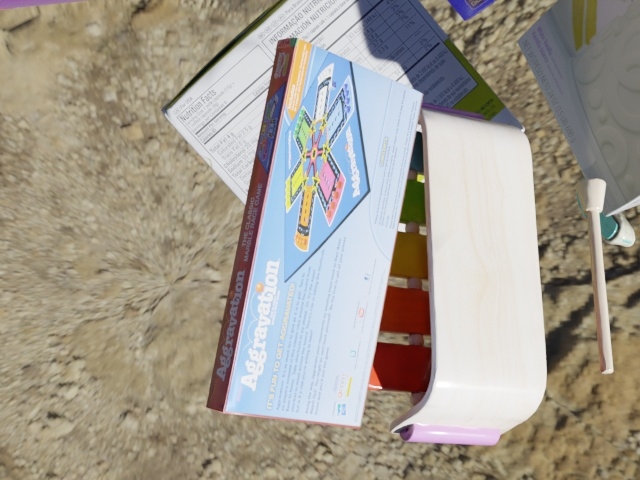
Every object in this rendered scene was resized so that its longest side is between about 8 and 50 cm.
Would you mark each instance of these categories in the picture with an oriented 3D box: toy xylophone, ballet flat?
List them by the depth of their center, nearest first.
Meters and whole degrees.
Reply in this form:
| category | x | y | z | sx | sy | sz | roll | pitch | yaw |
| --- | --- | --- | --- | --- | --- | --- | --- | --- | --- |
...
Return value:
| category | x | y | z | sx | sy | sz | roll | pitch | yaw |
| --- | --- | --- | --- | --- | --- | --- | --- | --- | --- |
| toy xylophone | 0.149 | 0.026 | 0.957 | 0.236 | 0.081 | 0.322 | 16 | 69 | -24 |
| ballet flat | 0.475 | -0.043 | 1.781 | 0.052 | 0.168 | 0.057 | 20 | 122 | -23 |

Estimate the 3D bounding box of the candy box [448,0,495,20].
| category | x | y | z | sx | sy | sz | roll | pitch | yaw |
| --- | --- | --- | --- | --- | --- | --- | --- | --- | --- |
| candy box | 0.211 | -0.512 | 1.484 | 0.317 | 0.268 | 0.122 | 47 | 47 | -13 |

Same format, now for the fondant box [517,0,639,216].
| category | x | y | z | sx | sy | sz | roll | pitch | yaw |
| --- | --- | --- | --- | --- | --- | --- | --- | --- | --- |
| fondant box | 0.372 | -0.200 | 1.116 | 0.096 | 0.330 | 0.238 | -18 | 77 | -29 |

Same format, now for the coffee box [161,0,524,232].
| category | x | y | z | sx | sy | sz | roll | pitch | yaw |
| --- | --- | --- | --- | --- | --- | --- | --- | --- | --- |
| coffee box | 0.018 | -0.176 | 1.489 | 0.338 | 0.337 | 0.334 | -42 | 100 | 3 |

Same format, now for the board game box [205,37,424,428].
| category | x | y | z | sx | sy | sz | roll | pitch | yaw |
| --- | --- | --- | --- | --- | --- | --- | --- | --- | --- |
| board game box | 0.000 | 0.000 | 0.833 | 0.145 | 0.027 | 0.281 | 16 | 83 | -43 |

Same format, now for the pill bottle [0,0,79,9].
| category | x | y | z | sx | sy | sz | roll | pitch | yaw |
| --- | --- | --- | --- | --- | --- | --- | --- | --- | --- |
| pill bottle | -0.063 | -0.202 | 0.466 | 0.323 | 0.181 | 0.181 | 0 | 87 | 25 |
